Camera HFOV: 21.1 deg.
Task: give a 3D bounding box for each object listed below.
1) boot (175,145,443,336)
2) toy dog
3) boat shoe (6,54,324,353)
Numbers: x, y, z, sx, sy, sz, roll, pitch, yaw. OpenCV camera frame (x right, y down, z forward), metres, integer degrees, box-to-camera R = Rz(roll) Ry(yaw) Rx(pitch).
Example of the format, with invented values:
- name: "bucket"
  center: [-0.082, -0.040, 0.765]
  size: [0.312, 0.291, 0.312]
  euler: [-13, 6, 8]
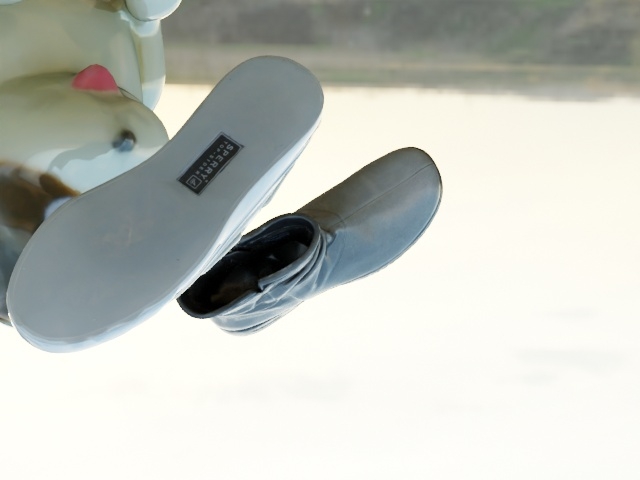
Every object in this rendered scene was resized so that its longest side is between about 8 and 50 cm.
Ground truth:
- name: "boot"
  center: [0.000, 0.000, 1.960]
  size: [0.338, 0.118, 0.223]
  euler: [-38, 171, -2]
- name: "toy dog"
  center: [-0.269, -0.103, 1.363]
  size: [0.284, 0.395, 0.408]
  euler: [13, -150, -48]
- name: "boat shoe"
  center: [-0.092, -0.011, 1.097]
  size: [0.258, 0.095, 0.084]
  euler: [-40, 164, -23]
